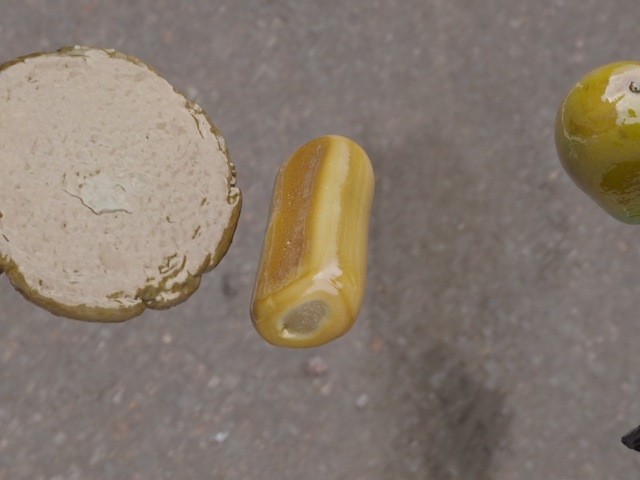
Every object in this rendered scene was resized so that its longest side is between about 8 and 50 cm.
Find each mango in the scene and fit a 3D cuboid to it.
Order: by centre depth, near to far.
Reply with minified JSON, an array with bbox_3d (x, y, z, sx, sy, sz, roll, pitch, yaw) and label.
[{"bbox_3d":[0.264,-0.079,1.534,0.130,0.194,0.091,-13,55,1],"label":"mango"}]

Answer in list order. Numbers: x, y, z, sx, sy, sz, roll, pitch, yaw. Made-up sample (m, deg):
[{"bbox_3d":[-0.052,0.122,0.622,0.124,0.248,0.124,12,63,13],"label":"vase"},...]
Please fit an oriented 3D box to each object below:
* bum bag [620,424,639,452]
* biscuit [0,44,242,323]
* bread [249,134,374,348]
[{"bbox_3d":[0.241,0.123,1.139,0.124,0.058,0.034,17,35,-44],"label":"bum bag"},{"bbox_3d":[-0.160,-0.041,1.286,0.226,0.042,0.225,12,56,-19],"label":"biscuit"},{"bbox_3d":[0.000,0.000,1.481,0.074,0.093,0.239,48,25,-23],"label":"bread"}]
